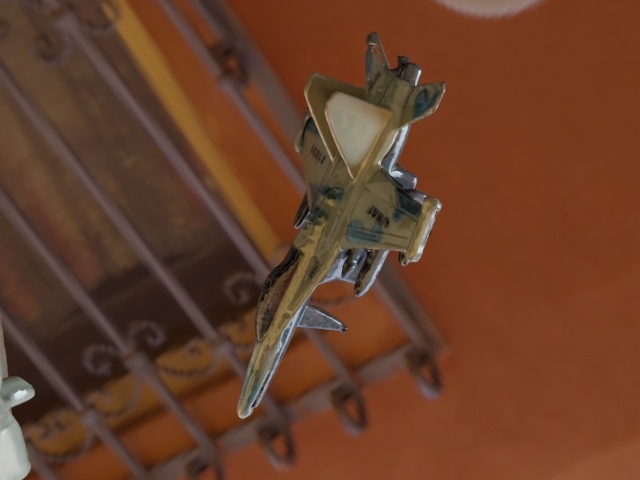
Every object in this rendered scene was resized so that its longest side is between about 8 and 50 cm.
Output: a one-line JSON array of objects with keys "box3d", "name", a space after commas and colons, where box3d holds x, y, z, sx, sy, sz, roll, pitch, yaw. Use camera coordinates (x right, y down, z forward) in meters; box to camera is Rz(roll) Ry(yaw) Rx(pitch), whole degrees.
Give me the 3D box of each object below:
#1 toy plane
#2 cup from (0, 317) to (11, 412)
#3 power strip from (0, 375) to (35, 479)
[{"box3d": [0.010, 0.001, 1.168, 0.192, 0.088, 0.262, 48, -53, 55], "name": "toy plane"}, {"box3d": [-0.242, 0.051, 0.701, 0.234, 0.258, 0.186, -6, -171, -8], "name": "cup"}, {"box3d": [-0.127, 0.074, 0.415, 0.047, 0.030, 0.191, -13, -167, 37], "name": "power strip"}]
